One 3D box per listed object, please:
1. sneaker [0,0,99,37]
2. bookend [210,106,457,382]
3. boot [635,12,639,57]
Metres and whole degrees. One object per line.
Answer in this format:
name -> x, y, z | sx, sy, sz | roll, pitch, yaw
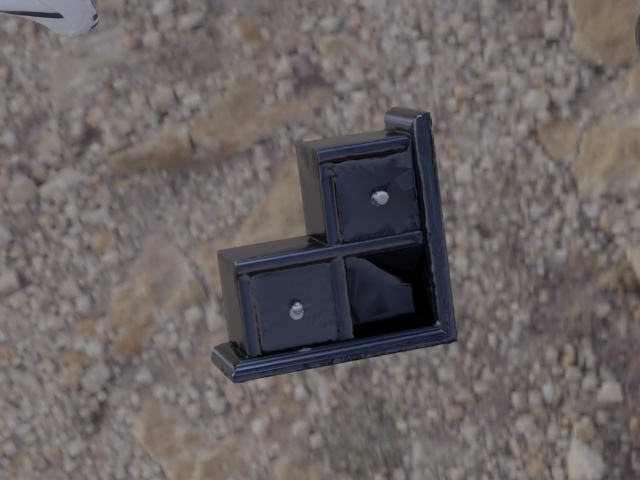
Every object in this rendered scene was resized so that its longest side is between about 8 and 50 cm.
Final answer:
sneaker -> -0.257, -0.176, 1.188 | 0.153, 0.235, 0.094 | -29, 69, 10
bookend -> 0.000, 0.000, 1.198 | 0.156, 0.072, 0.157 | -9, 99, -14
boot -> 0.285, -0.049, 0.974 | 0.096, 0.264, 0.280 | -21, 65, -12
